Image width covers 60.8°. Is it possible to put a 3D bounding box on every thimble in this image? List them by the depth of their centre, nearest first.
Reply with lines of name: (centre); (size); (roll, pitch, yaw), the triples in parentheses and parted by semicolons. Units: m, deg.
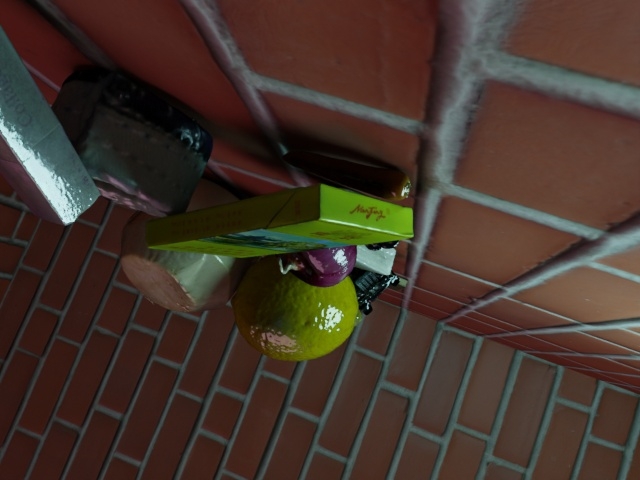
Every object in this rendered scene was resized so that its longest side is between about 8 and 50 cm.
thimble: (-0.277, -0.130, 0.773); (0.238, 0.150, 0.237); (19, 171, 3)

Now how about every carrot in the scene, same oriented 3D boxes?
carrot: (0.026, -0.090, 0.693); (0.190, 0.037, 0.037); (20, 173, 27)

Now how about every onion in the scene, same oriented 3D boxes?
onion: (-0.015, 0.009, 1.029); (0.177, 0.153, 0.177); (25, 171, 4)

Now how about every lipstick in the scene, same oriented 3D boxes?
lipstick: (-0.335, -0.150, 0.558); (0.068, 0.066, 0.317); (15, 142, 24)

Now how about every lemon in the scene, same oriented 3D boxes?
lemon: (-0.054, 0.140, 1.190); (0.268, 0.267, 0.267); (20, 173, 3)

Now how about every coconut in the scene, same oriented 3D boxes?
coconut: (-0.284, 0.003, 1.256); (0.323, 0.322, 0.323); (20, 173, 3)

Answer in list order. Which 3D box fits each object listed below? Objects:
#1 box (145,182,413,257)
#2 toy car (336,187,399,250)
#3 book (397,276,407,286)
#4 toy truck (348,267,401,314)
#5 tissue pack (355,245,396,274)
box: (-0.065, -0.016, 0.739); (0.335, 0.047, 0.187); (-8, 168, 41)
toy car: (0.045, -0.038, 0.857); (0.171, 0.070, 0.080); (20, 172, -10)
book: (0.196, 0.123, 1.789); (0.161, 0.026, 0.231); (20, 172, 5)
toy truck: (0.107, 0.089, 1.361); (0.127, 0.127, 0.257); (48, -179, -7)
tissue pack: (0.000, 0.000, 1.261); (0.170, 0.071, 0.326); (25, 172, -42)
